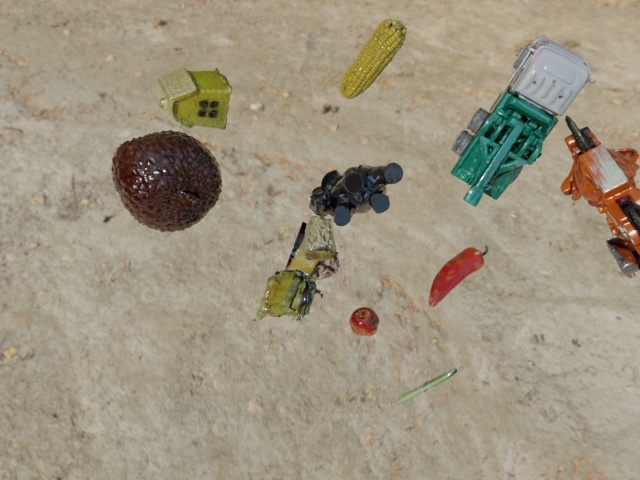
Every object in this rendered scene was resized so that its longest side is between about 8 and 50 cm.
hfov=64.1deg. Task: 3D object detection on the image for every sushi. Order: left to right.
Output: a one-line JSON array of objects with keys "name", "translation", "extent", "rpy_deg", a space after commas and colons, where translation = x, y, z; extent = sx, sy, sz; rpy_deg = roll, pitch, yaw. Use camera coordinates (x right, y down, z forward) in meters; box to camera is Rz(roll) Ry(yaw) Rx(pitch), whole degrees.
[{"name": "sushi", "translation": [-0.085, 0.151, 1.262], "extent": [0.131, 0.291, 0.139], "rpy_deg": [24, 75, -16]}]

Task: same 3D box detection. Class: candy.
[{"name": "candy", "translation": [0.000, 0.000, 1.197], "extent": [0.085, 0.095, 0.110], "rpy_deg": [2, 69, -6]}]

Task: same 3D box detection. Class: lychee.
[{"name": "lychee", "translation": [-0.380, -0.151, 1.272], "extent": [0.261, 0.260, 0.260], "rpy_deg": [3, 48, -3]}]

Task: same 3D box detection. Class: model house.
[{"name": "model house", "translation": [-0.443, -0.495, 1.750], "extent": [0.235, 0.174, 0.193], "rpy_deg": [-1, 40, -34]}]

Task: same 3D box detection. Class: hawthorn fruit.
[{"name": "hawthorn fruit", "translation": [0.126, 0.232, 1.473], "extent": [0.093, 0.093, 0.093], "rpy_deg": [3, 48, -3]}]

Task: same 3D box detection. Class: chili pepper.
[{"name": "chili pepper", "translation": [0.348, 0.077, 1.293], "extent": [0.272, 0.063, 0.071], "rpy_deg": [-34, 42, -30]}]

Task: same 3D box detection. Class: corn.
[{"name": "corn", "translation": [0.147, -0.534, 1.533], "extent": [0.101, 0.292, 0.101], "rpy_deg": [17, 55, -26]}]

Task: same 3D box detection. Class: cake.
[{"name": "cake", "translation": [-0.014, 0.052, 1.753], "extent": [0.178, 0.207, 0.185], "rpy_deg": [18, 27, 0]}]

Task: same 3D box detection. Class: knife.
[{"name": "knife", "translation": [0.236, 0.337, 1.171], "extent": [0.043, 0.293, 0.019], "rpy_deg": [-28, 73, -27]}]

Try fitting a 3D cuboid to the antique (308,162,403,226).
[{"name": "antique", "translation": [0.111, -0.160, 1.772], "extent": [0.323, 0.185, 0.255], "rpy_deg": [-19, 13, -12]}]

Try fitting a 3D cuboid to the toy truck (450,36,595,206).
[{"name": "toy truck", "translation": [0.424, -0.245, 1.112], "extent": [0.177, 0.363, 0.178], "rpy_deg": [31, 26, 2]}]

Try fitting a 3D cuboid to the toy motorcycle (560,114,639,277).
[{"name": "toy motorcycle", "translation": [0.540, -0.076, 0.931], "extent": [0.148, 0.221, 0.325], "rpy_deg": [-31, 50, 26]}]
